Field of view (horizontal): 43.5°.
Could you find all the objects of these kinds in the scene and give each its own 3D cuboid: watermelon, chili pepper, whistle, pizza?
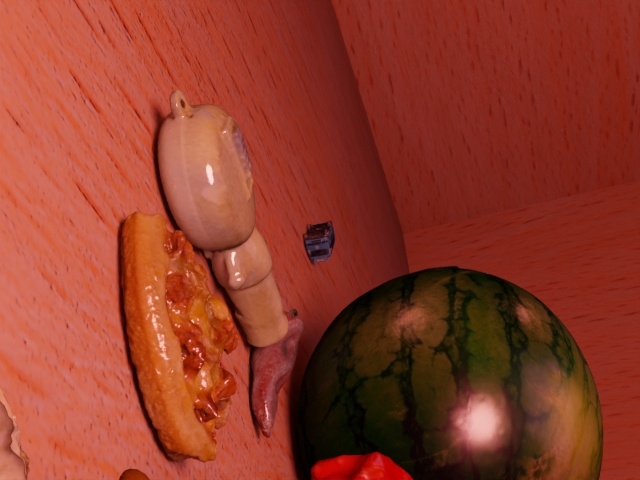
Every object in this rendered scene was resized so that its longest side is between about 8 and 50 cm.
[{"bbox_3d":[0.139,0.198,0.888,0.363,0.364,0.363,-13,90,-80],"label":"watermelon"},{"bbox_3d":[-0.046,0.121,0.784,0.050,0.041,0.153,47,41,-31],"label":"chili pepper"},{"bbox_3d":[-0.078,-0.014,0.703,0.126,0.067,0.257,-86,163,-57],"label":"whistle"},{"bbox_3d":[-0.094,0.060,0.565,0.134,0.046,0.174,-41,117,-79],"label":"pizza"}]

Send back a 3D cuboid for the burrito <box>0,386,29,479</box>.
[{"bbox_3d":[-0.153,0.021,0.303,0.045,0.041,0.185,5,-66,56],"label":"burrito"}]

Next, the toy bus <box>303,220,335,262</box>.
[{"bbox_3d":[0.000,0.000,1.216,0.083,0.038,0.045,-72,151,-71],"label":"toy bus"}]

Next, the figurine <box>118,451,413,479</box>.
[{"bbox_3d":[0.065,0.283,0.306,0.401,0.268,0.387,40,2,-30],"label":"figurine"}]
